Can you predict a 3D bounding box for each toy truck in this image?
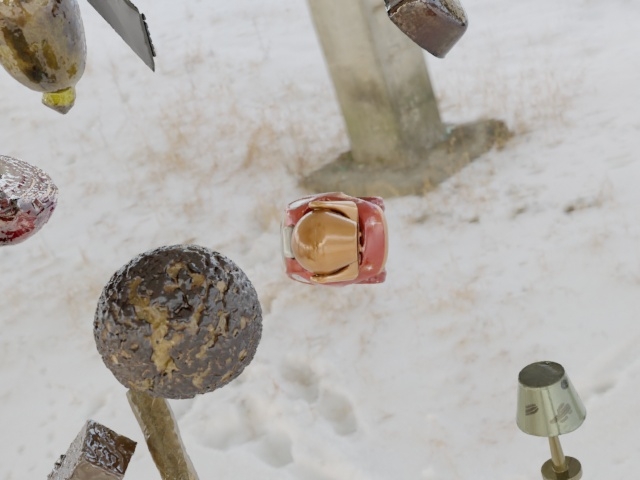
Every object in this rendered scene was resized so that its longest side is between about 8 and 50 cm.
[{"bbox_3d":[0.000,0.000,1.799,0.265,0.188,0.239,-1,1,42],"label":"toy truck"}]

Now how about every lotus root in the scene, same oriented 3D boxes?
[{"bbox_3d":[-0.430,-0.328,1.415,0.142,0.314,0.169,-12,43,5],"label":"lotus root"}]

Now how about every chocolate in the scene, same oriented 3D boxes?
[{"bbox_3d":[-0.436,0.464,1.596,0.321,0.112,0.112,-53,17,18],"label":"chocolate"},{"bbox_3d":[0.152,-0.352,1.380,0.080,0.148,0.125,-40,-21,28],"label":"chocolate"}]

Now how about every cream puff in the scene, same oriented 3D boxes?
[{"bbox_3d":[-0.198,0.124,1.315,0.239,0.239,0.164,-18,35,2],"label":"cream puff"}]

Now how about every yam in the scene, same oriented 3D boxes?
[{"bbox_3d":[-0.250,0.372,1.583,0.066,0.066,0.299,-23,62,-11],"label":"yam"}]

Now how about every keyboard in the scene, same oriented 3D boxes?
[{"bbox_3d":[-0.223,-0.253,1.008,0.015,0.074,0.196,-30,47,-15],"label":"keyboard"}]

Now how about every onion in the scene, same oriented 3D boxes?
[{"bbox_3d":[-0.479,-0.049,1.298,0.227,0.120,0.283,9,15,-30],"label":"onion"}]

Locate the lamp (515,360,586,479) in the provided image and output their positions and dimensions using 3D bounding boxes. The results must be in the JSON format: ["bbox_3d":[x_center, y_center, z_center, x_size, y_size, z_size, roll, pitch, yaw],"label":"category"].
[{"bbox_3d":[0.400,0.316,1.612,0.121,0.214,0.121,-16,21,6],"label":"lamp"}]
